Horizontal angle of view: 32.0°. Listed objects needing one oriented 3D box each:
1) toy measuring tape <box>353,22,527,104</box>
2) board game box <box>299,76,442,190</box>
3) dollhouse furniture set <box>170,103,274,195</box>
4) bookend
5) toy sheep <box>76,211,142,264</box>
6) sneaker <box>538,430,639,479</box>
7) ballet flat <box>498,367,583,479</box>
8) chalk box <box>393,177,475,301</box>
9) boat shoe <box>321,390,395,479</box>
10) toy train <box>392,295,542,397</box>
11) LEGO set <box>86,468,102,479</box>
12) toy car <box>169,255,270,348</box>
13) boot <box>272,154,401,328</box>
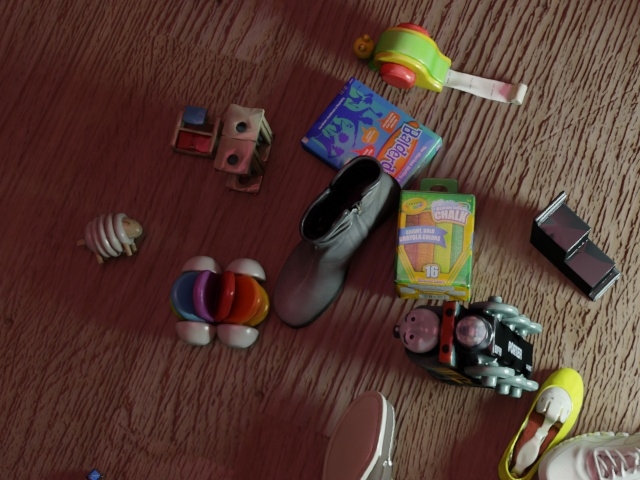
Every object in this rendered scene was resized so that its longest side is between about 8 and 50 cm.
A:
[{"bbox_3d":[0.214,-0.323,2.041,0.330,0.121,0.121,17,78,12],"label":"toy measuring tape"},{"bbox_3d":[0.093,-0.179,2.053,0.210,0.047,0.160,36,83,15],"label":"board game box"},{"bbox_3d":[-0.196,-0.175,2.051,0.183,0.129,0.129,11,77,10],"label":"dollhouse furniture set"},{"bbox_3d":[0.438,0.012,1.896,0.072,0.157,0.156,-44,73,-4],"label":"bookend"},{"bbox_3d":[-0.391,-0.007,2.060,0.132,0.091,0.091,-16,73,9],"label":"toy sheep"},{"bbox_3d":[0.497,0.354,1.804,0.292,0.118,0.110,-11,76,-1],"label":"sneaker"},{"bbox_3d":[0.372,0.313,1.866,0.077,0.077,0.231,31,81,16],"label":"ballet flat"},{"bbox_3d":[0.202,-0.012,1.949,0.132,0.132,0.213,2,76,8],"label":"chalk box"},{"bbox_3d":[0.067,0.417,1.873,0.116,0.096,0.325,-4,65,50],"label":"boat shoe"},{"bbox_3d":[0.242,0.174,1.803,0.190,0.334,0.142,0,77,23],"label":"toy train"},{"bbox_3d":[-0.409,0.528,1.937,0.182,0.060,0.244,-12,71,-19],"label":"LEGO set"},{"bbox_3d":[-0.184,0.102,1.972,0.181,0.136,0.159,3,76,9],"label":"toy car"},{"bbox_3d":[0.000,0.000,1.910,0.118,0.222,0.338,34,95,14],"label":"boot"}]
